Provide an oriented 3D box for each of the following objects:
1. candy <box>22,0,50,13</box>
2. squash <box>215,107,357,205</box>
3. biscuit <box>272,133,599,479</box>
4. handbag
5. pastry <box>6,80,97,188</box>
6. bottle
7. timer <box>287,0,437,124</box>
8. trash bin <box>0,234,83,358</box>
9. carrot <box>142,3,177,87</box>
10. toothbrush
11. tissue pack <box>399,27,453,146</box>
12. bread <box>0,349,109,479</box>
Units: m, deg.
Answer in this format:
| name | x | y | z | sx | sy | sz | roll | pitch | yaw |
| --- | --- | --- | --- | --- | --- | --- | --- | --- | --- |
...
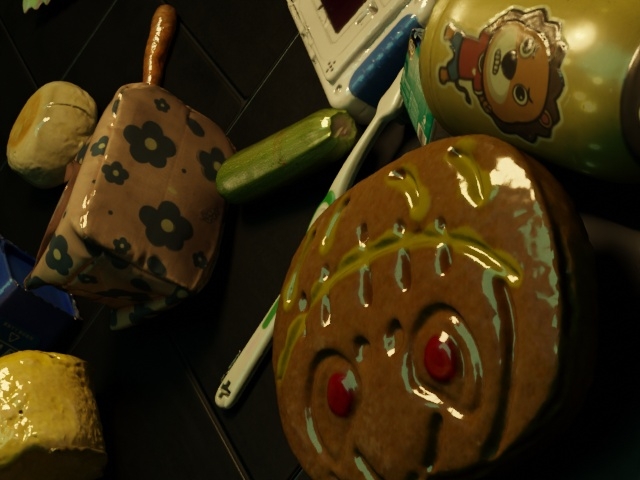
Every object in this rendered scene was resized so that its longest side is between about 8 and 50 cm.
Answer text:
| name | x | y | z | sx | sy | sz | roll | pitch | yaw |
| --- | --- | --- | --- | --- | --- | --- | --- | --- | --- |
| candy | -0.406 | -0.575 | 2.349 | 0.263 | 0.172 | 0.398 | -28 | 59 | 44 |
| squash | -0.040 | -0.090 | 1.614 | 0.229 | 0.066 | 0.066 | -23 | 49 | 51 |
| biscuit | 0.081 | 0.092 | 1.275 | 0.394 | 0.070 | 0.350 | -36 | 54 | 45 |
| handbag | -0.224 | -0.029 | 1.721 | 0.193 | 0.190 | 0.252 | -32 | 36 | 44 |
| pastry | -0.385 | -0.151 | 2.085 | 0.156 | 0.092 | 0.156 | -39 | 33 | 32 |
| bottle | 0.246 | -0.133 | 1.201 | 0.351 | 0.171 | 0.172 | 23 | 85 | 55 |
| timer | 0.050 | -0.262 | 1.620 | 0.178 | 0.078 | 0.253 | -47 | 38 | 21 |
| trash bin | -0.441 | 0.122 | 1.915 | 0.234 | 0.162 | 0.184 | -47 | 37 | 11 |
| carrot | -0.224 | -0.248 | 1.997 | 0.035 | 0.035 | 0.165 | -12 | 60 | 48 |
| toothbrush | -0.004 | -0.002 | 1.540 | 0.418 | 0.040 | 0.042 | -58 | 36 | 5 |
| tissue pack | 0.131 | -0.146 | 1.444 | 0.111 | 0.079 | 0.085 | -108 | 20 | -48 |
| bread | -0.337 | 0.223 | 1.695 | 0.197 | 0.197 | 0.170 | -45 | 51 | 22 |
